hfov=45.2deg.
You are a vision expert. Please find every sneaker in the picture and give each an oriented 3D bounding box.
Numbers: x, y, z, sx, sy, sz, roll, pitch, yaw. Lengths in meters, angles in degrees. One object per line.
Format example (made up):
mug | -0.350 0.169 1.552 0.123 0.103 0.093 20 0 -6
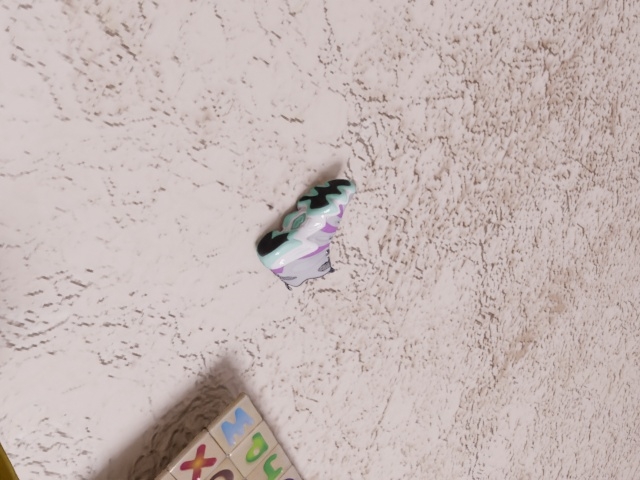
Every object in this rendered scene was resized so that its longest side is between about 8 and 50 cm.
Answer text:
sneaker | 0.000 0.000 0.630 0.098 0.038 0.069 -41 127 -6

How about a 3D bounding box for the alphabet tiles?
alphabet tiles | -0.111 0.258 0.618 0.237 0.009 0.198 -44 139 -20

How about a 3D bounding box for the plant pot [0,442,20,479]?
plant pot | -0.286 0.141 0.357 0.187 0.212 0.212 -50 127 -12
